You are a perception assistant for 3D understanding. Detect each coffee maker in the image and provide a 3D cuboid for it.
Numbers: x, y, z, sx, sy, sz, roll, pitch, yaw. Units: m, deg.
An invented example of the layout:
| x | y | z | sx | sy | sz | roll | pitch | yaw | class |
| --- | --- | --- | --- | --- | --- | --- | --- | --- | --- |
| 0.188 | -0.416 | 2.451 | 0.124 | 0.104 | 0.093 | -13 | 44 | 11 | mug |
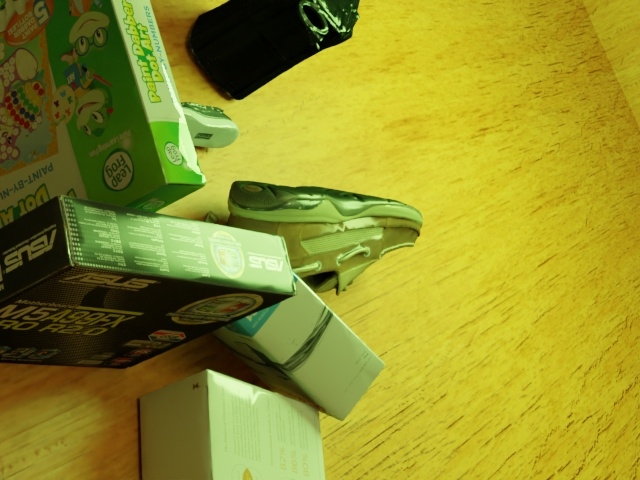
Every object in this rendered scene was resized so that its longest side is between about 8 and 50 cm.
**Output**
| x | y | z | sx | sy | sz | roll | pitch | yaw | class |
| --- | --- | --- | --- | --- | --- | --- | --- | --- | --- |
| -0.061 | -0.250 | 1.521 | 0.120 | 0.178 | 0.171 | 60 | 30 | -5 | coffee maker |

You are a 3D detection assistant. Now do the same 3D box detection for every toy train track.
| x | y | z | sx | sy | sz | roll | pitch | yaw | class |
| --- | --- | --- | --- | --- | --- | --- | --- | --- | --- |
| -0.122 | -0.002 | 1.419 | 0.048 | 0.014 | 0.083 | 45 | 36 | -29 | toy train track |

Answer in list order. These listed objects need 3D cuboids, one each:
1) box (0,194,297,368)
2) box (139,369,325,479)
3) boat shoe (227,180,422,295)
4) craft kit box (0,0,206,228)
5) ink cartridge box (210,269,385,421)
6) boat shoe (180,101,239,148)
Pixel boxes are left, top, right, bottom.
| x | y | z | sx | sy | sz | roll | pitch | yaw | class |
| --- | --- | --- | --- | --- | --- | --- | --- | --- | --- |
| -0.186 | 0.045 | 1.103 | 0.270 | 0.216 | 0.060 | 11 | 61 | -54 | box |
| -0.082 | 0.214 | 1.260 | 0.170 | 0.091 | 0.130 | 27 | 49 | -45 | box |
| 0.000 | 0.000 | 1.523 | 0.324 | 0.123 | 0.120 | 3 | 97 | -53 | boat shoe |
| -0.234 | -0.112 | 1.109 | 0.061 | 0.250 | 0.246 | -4 | 72 | -57 | craft kit box |
| -0.047 | 0.087 | 1.337 | 0.190 | 0.140 | 0.082 | 47 | 72 | -28 | ink cartridge box |
| -0.147 | -0.131 | 1.447 | 0.142 | 0.049 | 0.040 | 8 | 44 | -56 | boat shoe |
